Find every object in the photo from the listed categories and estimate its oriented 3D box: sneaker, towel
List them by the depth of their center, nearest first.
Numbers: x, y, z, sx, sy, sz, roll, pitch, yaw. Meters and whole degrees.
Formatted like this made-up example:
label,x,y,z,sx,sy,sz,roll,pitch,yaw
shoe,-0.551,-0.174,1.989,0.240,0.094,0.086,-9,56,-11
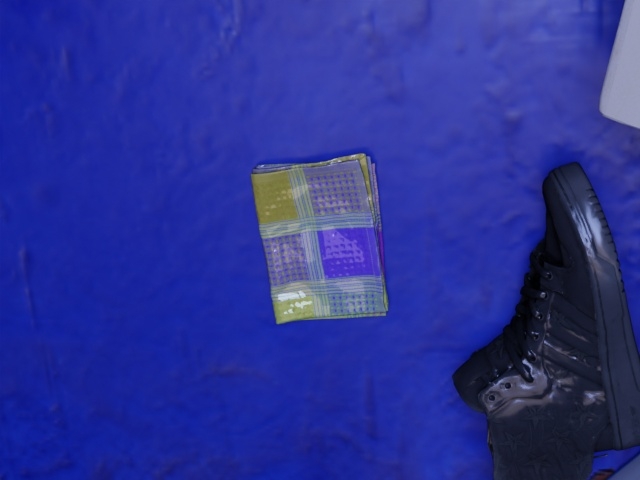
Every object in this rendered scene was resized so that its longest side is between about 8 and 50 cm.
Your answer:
label,x,y,z,sx,sy,sz,roll,pitch,yaw
sneaker,0.100,0.054,0.528,0.089,0.051,0.170,-15,109,10
towel,0.000,0.000,0.549,0.060,0.009,0.083,-4,108,10

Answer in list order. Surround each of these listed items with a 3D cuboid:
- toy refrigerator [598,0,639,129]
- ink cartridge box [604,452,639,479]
label,x,y,z,sx,sy,sz,roll,pitch,yaw
toy refrigerator,0.190,-0.163,0.393,0.094,0.102,0.269,25,115,34
ink cartridge box,0.194,0.212,0.548,0.203,0.086,0.148,42,110,-5
